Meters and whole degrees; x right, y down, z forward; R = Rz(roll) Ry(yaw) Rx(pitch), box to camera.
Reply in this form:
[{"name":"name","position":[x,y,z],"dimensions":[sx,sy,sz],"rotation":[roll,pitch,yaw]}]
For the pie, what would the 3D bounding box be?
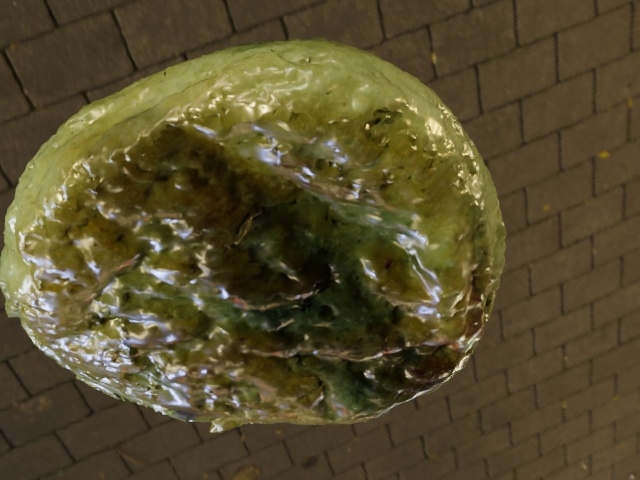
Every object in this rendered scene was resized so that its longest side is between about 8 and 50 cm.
[{"name":"pie","position":[-0.034,0.020,0.443],"dimensions":[0.277,0.078,0.277],"rotation":[-6,132,-7]}]
